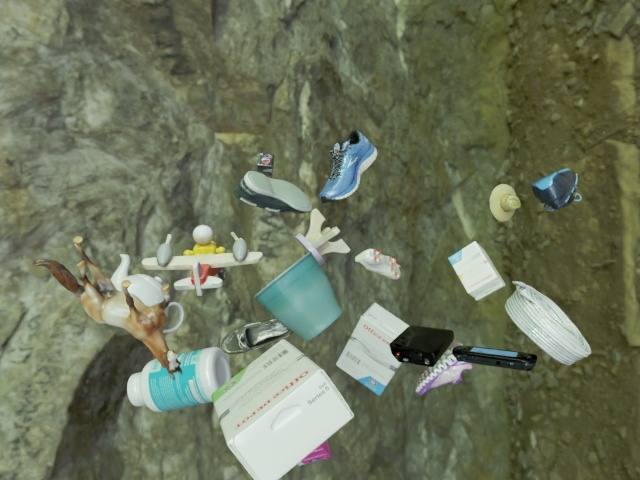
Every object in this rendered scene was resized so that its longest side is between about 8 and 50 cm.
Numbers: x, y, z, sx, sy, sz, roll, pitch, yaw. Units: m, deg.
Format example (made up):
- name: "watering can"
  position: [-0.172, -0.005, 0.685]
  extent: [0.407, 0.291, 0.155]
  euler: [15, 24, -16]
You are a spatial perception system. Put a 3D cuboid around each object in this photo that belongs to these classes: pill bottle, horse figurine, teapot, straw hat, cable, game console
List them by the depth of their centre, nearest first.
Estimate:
- name: "horse figurine"
  position: [-0.323, 0.097, 0.810]
  extent: [0.066, 0.263, 0.174]
  euler: [-54, -18, -42]
- name: "game console"
  position: [0.374, 0.286, 1.345]
  extent: [0.213, 0.362, 0.043]
  euler: [-17, -73, -62]
- name: "pill bottle"
  position: [-0.392, 0.390, 1.417]
  extent: [0.146, 0.264, 0.146]
  euler: [-14, -90, -81]
- name: "cable"
  position: [0.657, 0.246, 1.484]
  extent: [0.257, 0.089, 0.257]
  euler: [18, -149, -45]
- name: "teapot"
  position: [-0.620, 0.209, 1.794]
  extent: [0.187, 0.253, 0.256]
  euler: [-53, -12, -29]
- name: "straw hat"
  position: [0.677, -0.134, 1.829]
  extent: [0.061, 0.145, 0.144]
  euler: [11, 104, 60]

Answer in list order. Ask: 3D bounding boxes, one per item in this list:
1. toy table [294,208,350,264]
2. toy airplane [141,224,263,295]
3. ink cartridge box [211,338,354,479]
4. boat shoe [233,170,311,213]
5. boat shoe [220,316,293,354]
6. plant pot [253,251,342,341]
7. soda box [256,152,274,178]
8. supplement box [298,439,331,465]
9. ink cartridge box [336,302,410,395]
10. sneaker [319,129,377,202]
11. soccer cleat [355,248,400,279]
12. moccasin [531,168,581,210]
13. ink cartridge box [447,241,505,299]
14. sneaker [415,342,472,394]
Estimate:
- name: "toy table"
  position: [0.000, 0.000, 2.325]
  extent: [0.252, 0.161, 0.274]
  euler: [51, 174, -19]
- name: "toy airplane"
  position: [-0.500, 0.072, 2.169]
  extent: [0.386, 0.385, 0.272]
  euler: [-10, -79, -47]
- name: "ink cartridge box"
  position: [-0.086, 0.314, 0.979]
  extent: [0.114, 0.198, 0.273]
  euler: [57, 166, -11]
- name: "boat shoe"
  position: [-0.158, -0.148, 1.733]
  extent: [0.303, 0.091, 0.114]
  euler: [23, -140, -42]
- name: "boat shoe"
  position: [-0.251, 0.376, 2.065]
  extent: [0.095, 0.335, 0.112]
  euler: [68, -177, -85]
- name: "plant pot"
  position: [-0.063, 0.223, 1.900]
  extent: [0.255, 0.272, 0.272]
  euler: [51, -171, 2]
- name: "soda box"
  position: [-0.204, -0.256, 1.874]
  extent: [0.169, 0.060, 0.053]
  euler: [111, 164, -68]
- name: "supplement box"
  position: [-0.049, 0.616, 1.608]
  extent: [0.220, 0.111, 0.113]
  euler: [69, -175, -51]
- name: "ink cartridge box"
  position: [0.229, 0.441, 2.077]
  extent: [0.129, 0.223, 0.307]
  euler: [-38, -24, -50]
- name: "sneaker"
  position: [0.074, -0.263, 1.795]
  extent: [0.147, 0.130, 0.330]
  euler: [51, -128, -30]
- name: "soccer cleat"
  position: [0.193, 0.079, 1.675]
  extent: [0.196, 0.076, 0.068]
  euler: [31, -129, -42]
- name: "moccasin"
  position: [0.754, -0.151, 1.651]
  extent: [0.342, 0.138, 0.116]
  euler: [-18, -101, -52]
- name: "ink cartridge box"
  position: [0.443, 0.094, 1.436]
  extent: [0.090, 0.092, 0.143]
  euler: [29, -148, -51]
- name: "sneaker"
  position: [0.437, 0.472, 1.791]
  extent: [0.104, 0.236, 0.095]
  euler: [46, -169, 3]
